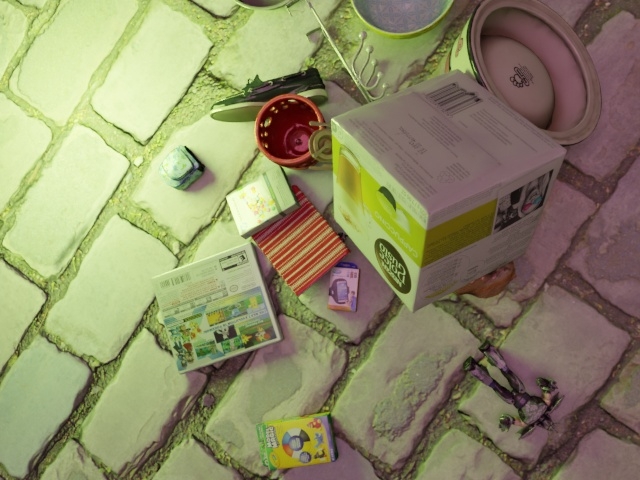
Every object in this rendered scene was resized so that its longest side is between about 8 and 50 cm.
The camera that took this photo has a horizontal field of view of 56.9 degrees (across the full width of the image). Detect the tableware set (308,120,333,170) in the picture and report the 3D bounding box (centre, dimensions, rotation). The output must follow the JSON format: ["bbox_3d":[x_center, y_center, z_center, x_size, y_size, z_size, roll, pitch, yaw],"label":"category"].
[{"bbox_3d":[0.066,-0.245,1.531,0.194,0.039,0.128,0,91,-19],"label":"tableware set"}]

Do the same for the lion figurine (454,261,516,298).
[{"bbox_3d":[0.285,0.013,1.496,0.240,0.142,0.392,-40,73,0],"label":"lion figurine"}]

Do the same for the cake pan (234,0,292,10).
[{"bbox_3d":[-0.155,-0.810,1.739,0.293,0.054,0.293,-1,86,11],"label":"cake pan"}]

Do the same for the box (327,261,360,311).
[{"bbox_3d":[0.066,0.128,1.651,0.081,0.028,0.136,4,89,12],"label":"box"}]

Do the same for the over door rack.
[{"bbox_3d":[0.070,-0.510,1.580,0.108,0.239,0.324,-43,80,8],"label":"over door rack"}]

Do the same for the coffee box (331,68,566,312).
[{"bbox_3d":[0.254,-0.112,1.310,0.338,0.334,0.337,-25,54,-18],"label":"coffee box"}]

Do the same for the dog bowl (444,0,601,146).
[{"bbox_3d":[0.483,-0.389,1.447,0.408,0.150,0.408,9,70,-24],"label":"dog bowl"}]

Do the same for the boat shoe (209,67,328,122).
[{"bbox_3d":[-0.154,-0.420,1.680,0.340,0.127,0.113,-10,82,11],"label":"boat shoe"}]

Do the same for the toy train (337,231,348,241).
[{"bbox_3d":[0.000,0.000,1.672,0.158,0.027,0.036,-5,89,12],"label":"toy train"}]

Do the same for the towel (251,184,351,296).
[{"bbox_3d":[-0.067,-0.003,1.654,0.199,0.031,0.275,-41,67,6],"label":"towel"}]

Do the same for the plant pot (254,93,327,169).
[{"bbox_3d":[-0.068,-0.288,1.628,0.191,0.174,0.191,-1,86,12],"label":"plant pot"}]

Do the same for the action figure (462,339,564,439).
[{"bbox_3d":[0.497,0.394,1.514,0.285,0.099,0.185,44,87,7],"label":"action figure"}]

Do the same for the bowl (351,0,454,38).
[{"bbox_3d":[0.231,-0.667,1.600,0.289,0.156,0.289,-1,86,12],"label":"bowl"}]

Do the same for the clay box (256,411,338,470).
[{"bbox_3d":[-0.071,0.559,1.640,0.222,0.053,0.127,-12,84,10],"label":"clay box"}]

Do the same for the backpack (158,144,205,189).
[{"bbox_3d":[-0.418,-0.212,1.741,0.114,0.084,0.105,-44,77,9],"label":"backpack"}]

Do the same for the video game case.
[{"bbox_3d":[-0.303,0.197,1.718,0.329,0.036,0.300,-20,83,9],"label":"video game case"}]

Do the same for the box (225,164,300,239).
[{"bbox_3d":[-0.166,-0.111,1.682,0.186,0.038,0.145,-30,63,13],"label":"box"}]
